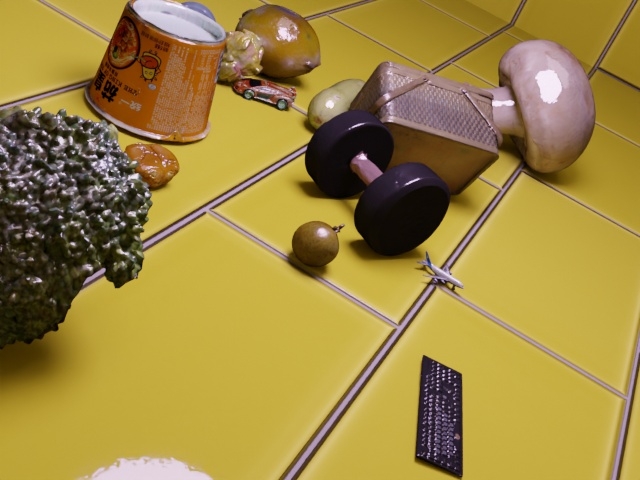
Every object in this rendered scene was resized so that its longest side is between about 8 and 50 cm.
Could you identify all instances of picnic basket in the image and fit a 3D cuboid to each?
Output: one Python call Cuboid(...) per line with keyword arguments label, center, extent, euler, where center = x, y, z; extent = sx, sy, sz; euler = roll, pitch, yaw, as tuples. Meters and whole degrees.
Cuboid(label="picnic basket", center=(0.184, -0.201, 1.592), extent=(0.267, 0.165, 0.139), euler=(13, 58, -19))

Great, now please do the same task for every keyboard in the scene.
Cuboid(label="keyboard", center=(0.150, 0.213, 1.081), extent=(0.064, 0.010, 0.198), euler=(25, 29, -5))

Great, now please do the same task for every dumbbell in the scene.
Cuboid(label="dumbbell", center=(0.087, -0.096, 1.392), extent=(0.153, 0.152, 0.218), euler=(-1, 38, -38))

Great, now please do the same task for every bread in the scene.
Cuboid(label="bread", center=(-0.249, -0.111, 1.268), extent=(0.083, 0.046, 0.081), euler=(11, 34, -26))

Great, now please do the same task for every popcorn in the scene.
Cuboid(label="popcorn", center=(-0.162, -0.357, 1.671), extent=(0.089, 0.109, 0.097), euler=(8, 42, -35))

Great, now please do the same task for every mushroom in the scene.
Cuboid(label="mushroom", center=(0.450, -0.284, 1.923), extent=(0.290, 0.297, 0.297), euler=(-15, 33, 5))

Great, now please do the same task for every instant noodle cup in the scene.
Cuboid(label="instant noodle cup", center=(-0.257, -0.285, 1.416), extent=(0.216, 0.172, 0.215), euler=(19, 28, -11))

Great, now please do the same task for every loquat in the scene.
Cuboid(label="loquat", center=(-0.085, -0.405, 1.781), extent=(0.195, 0.152, 0.152), euler=(37, 30, 4))

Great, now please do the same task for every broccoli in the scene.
Cuboid(label="broccoli", center=(-0.322, -0.029, 0.884), extent=(0.288, 0.235, 0.260), euler=(10, 31, -17))

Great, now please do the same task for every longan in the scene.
Cuboid(label="longan", center=(0.000, 0.000, 1.243), extent=(0.075, 0.083, 0.075), euler=(55, 3, -5))

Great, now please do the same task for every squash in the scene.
Cuboid(label="squash", center=(0.042, -0.273, 1.721), extent=(0.083, 0.083, 0.250), euler=(30, 28, 8))

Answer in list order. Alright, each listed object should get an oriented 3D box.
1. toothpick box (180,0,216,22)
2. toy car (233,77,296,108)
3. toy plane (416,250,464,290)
Cuboid(label="toothpick box", center=(-0.253, -0.387, 1.661), extent=(0.101, 0.101, 0.153), euler=(18, 28, -12))
Cuboid(label="toy car", center=(-0.108, -0.290, 1.680), extent=(0.122, 0.035, 0.059), euler=(16, 31, -15))
Cuboid(label="toy plane", center=(0.190, 0.052, 1.359), extent=(0.084, 0.024, 0.078), euler=(44, 33, 19))
